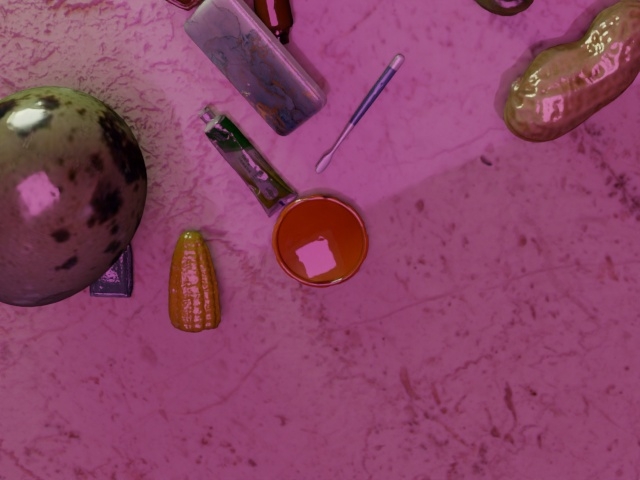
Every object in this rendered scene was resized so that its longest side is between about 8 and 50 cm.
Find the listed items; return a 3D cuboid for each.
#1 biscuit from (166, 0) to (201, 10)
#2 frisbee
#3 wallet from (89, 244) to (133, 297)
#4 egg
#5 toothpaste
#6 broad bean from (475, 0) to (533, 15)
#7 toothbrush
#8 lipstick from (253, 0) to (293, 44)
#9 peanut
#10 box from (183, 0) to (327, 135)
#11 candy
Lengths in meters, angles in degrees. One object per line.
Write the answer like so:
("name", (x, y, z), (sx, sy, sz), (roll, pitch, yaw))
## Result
("biscuit", (-0.254, -0.532, 1.681), (0.182, 0.034, 0.215), (-33, 106, 12))
("frisbee", (0.000, 0.000, 1.868), (0.192, 0.035, 0.192), (1, 107, 4))
("wallet", (-0.424, 0.052, 1.913), (0.088, 0.026, 0.129), (2, 106, -1))
("egg", (-0.501, -0.073, 1.717), (0.345, 0.345, 0.428), (28, 120, -5))
("toothpaste", (-0.148, -0.156, 1.826), (0.078, 0.047, 0.248), (-36, 104, 17))
("broad bean", (0.319, -0.504, 1.685), (0.153, 0.072, 0.207), (-11, 95, 4))
("toothbrush", (0.073, -0.240, 1.800), (0.019, 0.025, 0.276), (34, 104, -13))
("lipstick", (-0.110, -0.558, 1.681), (0.077, 0.077, 0.419), (-8, 107, 6))
("peanut", (0.470, -0.302, 1.698), (0.325, 0.140, 0.153), (-43, 84, 12))
("box", (-0.121, -0.327, 1.743), (0.285, 0.044, 0.142), (48, 133, -11))
("candy", (-0.254, 0.078, 1.881), (0.106, 0.094, 0.199), (0, 100, 4))
